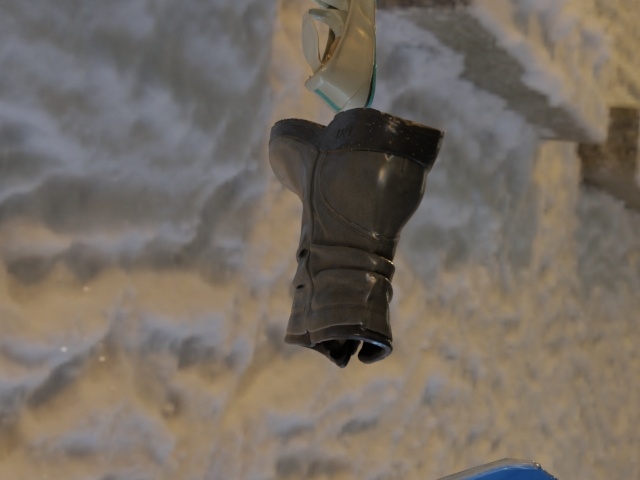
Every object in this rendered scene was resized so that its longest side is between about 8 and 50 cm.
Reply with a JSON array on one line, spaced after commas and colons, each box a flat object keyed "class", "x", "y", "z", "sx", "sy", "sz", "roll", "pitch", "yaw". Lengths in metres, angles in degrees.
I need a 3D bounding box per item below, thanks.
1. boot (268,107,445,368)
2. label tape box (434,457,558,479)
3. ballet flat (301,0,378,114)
[{"class": "boot", "x": 0.000, "y": 0.000, "z": 0.853, "sx": 0.246, "sy": 0.083, "sz": 0.161, "roll": -179, "pitch": -75, "yaw": -74}, {"class": "label tape box", "x": 0.034, "y": 0.222, "z": 0.501, "sx": 0.348, "sy": 0.249, "sz": 0.115, "roll": 47, "pitch": 21, "yaw": -55}, {"class": "ballet flat", "x": 0.024, "y": -0.235, "z": 1.260, "sx": 0.086, "sy": 0.086, "sz": 0.248, "roll": 69, "pitch": 22, "yaw": -51}]
